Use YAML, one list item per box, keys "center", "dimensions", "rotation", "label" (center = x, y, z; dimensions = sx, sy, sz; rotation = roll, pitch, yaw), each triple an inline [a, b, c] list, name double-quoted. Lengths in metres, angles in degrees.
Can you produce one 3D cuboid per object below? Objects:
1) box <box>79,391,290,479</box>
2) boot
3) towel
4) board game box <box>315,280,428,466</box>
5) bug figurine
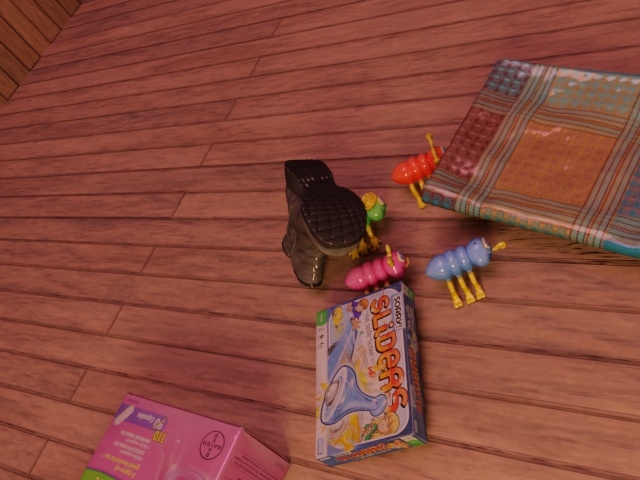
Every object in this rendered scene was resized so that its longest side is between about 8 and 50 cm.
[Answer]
- center: [-0.192, 0.335, 0.842]
  dimensions: [0.213, 0.117, 0.243]
  rotation: [5, 58, 37]
  label: "box"
- center: [0.000, 0.000, 0.968]
  dimensions: [0.083, 0.161, 0.246]
  rotation: [-4, 29, -14]
  label: "boot"
- center: [0.342, -0.111, 0.859]
  dimensions: [0.370, 0.040, 0.271]
  rotation: [17, 63, 32]
  label: "towel"
- center: [0.058, 0.162, 0.855]
  dimensions: [0.136, 0.035, 0.201]
  rotation: [-24, 47, 28]
  label: "board game box"
- center: [0.120, -0.019, 0.961]
  dimensions: [0.216, 0.072, 0.279]
  rotation: [-27, 44, 13]
  label: "bug figurine"
